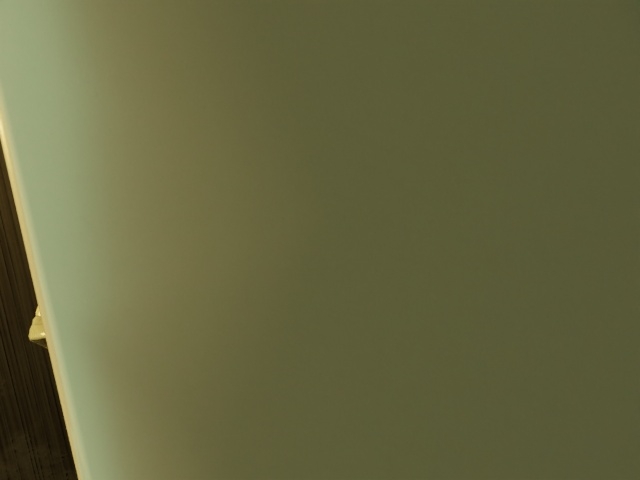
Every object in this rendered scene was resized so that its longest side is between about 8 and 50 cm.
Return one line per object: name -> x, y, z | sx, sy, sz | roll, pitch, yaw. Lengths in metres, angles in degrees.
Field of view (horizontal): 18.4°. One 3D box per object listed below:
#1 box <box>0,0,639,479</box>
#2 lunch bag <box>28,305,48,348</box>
box -> 0.043, -0.084, 0.434 | 0.215, 0.168, 0.345 | -20, -81, -65
lunch bag -> 0.000, 0.000, 1.101 | 0.287, 0.169, 0.235 | 39, -124, -51
